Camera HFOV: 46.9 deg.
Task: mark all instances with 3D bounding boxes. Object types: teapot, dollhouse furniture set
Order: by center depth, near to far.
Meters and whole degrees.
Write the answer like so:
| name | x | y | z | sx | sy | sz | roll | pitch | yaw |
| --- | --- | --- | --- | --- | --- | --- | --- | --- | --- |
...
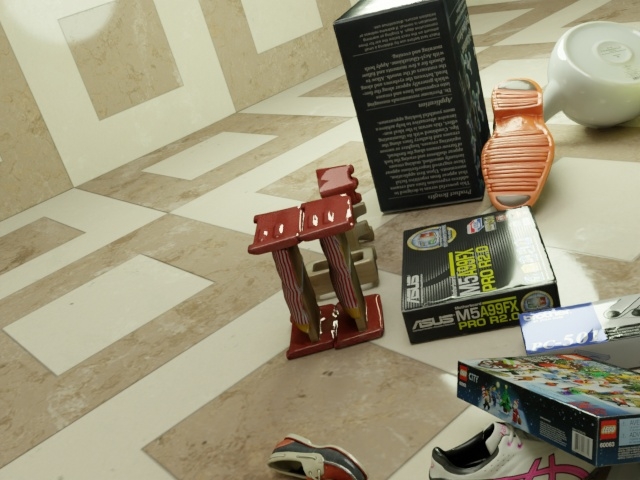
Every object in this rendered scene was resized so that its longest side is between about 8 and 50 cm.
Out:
| name | x | y | z | sx | sy | sz | roll | pitch | yaw |
| --- | --- | --- | --- | --- | --- | --- | --- | --- | --- |
| dollhouse furniture set | 0.000 | 0.000 | 1.209 | 0.152 | 0.201 | 0.374 | -14 | 24 | 8 |
| teapot | 0.599 | -0.329 | 1.572 | 0.256 | 0.187 | 0.252 | 19 | 55 | 14 |

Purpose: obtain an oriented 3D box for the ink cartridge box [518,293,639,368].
| name | x | y | z | sx | sy | sz | roll | pitch | yaw |
| --- | --- | --- | --- | --- | --- | --- | --- | --- | --- |
| ink cartridge box | 0.355 | 0.114 | 0.903 | 0.207 | 0.046 | 0.097 | -12 | 22 | 13 |

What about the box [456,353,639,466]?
| name | x | y | z | sx | sy | sz | roll | pitch | yaw |
| --- | --- | --- | --- | --- | --- | --- | --- | --- | --- |
| box | 0.262 | 0.158 | 0.732 | 0.159 | 0.044 | 0.233 | 0 | 3 | -19 |

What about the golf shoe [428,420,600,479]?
| name | x | y | z | sx | sy | sz | roll | pitch | yaw |
| --- | --- | --- | --- | --- | --- | --- | --- | --- | --- |
| golf shoe | 0.199 | 0.216 | 0.734 | 0.186 | 0.086 | 0.067 | -18 | 22 | -6 |

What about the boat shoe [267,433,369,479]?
| name | x | y | z | sx | sy | sz | roll | pitch | yaw |
| --- | --- | --- | --- | --- | --- | --- | --- | --- | --- |
| boat shoe | -0.004 | 0.255 | 0.835 | 0.137 | 0.049 | 0.043 | 4 | 34 | 45 |

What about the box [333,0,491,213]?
| name | x | y | z | sx | sy | sz | roll | pitch | yaw |
| --- | --- | --- | --- | --- | --- | --- | --- | --- | --- |
| box | 0.203 | -0.301 | 1.492 | 0.212 | 0.395 | 0.293 | -7 | 26 | 21 |

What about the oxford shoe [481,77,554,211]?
| name | x | y | z | sx | sy | sz | roll | pitch | yaw |
| --- | --- | --- | --- | --- | --- | --- | --- | --- | --- |
| oxford shoe | 0.384 | -0.160 | 1.424 | 0.130 | 0.132 | 0.363 | 3 | 47 | 18 |

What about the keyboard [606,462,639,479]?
| name | x | y | z | sx | sy | sz | roll | pitch | yaw |
| --- | --- | --- | --- | --- | --- | --- | --- | --- | --- |
| keyboard | 0.334 | 0.198 | 0.731 | 0.072 | 0.014 | 0.256 | -18 | 19 | 47 |

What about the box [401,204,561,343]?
| name | x | y | z | sx | sy | sz | roll | pitch | yaw |
| --- | --- | --- | --- | --- | --- | --- | --- | --- | --- |
| box | 0.235 | 0.044 | 1.127 | 0.216 | 0.060 | 0.270 | -11 | 24 | 13 |
